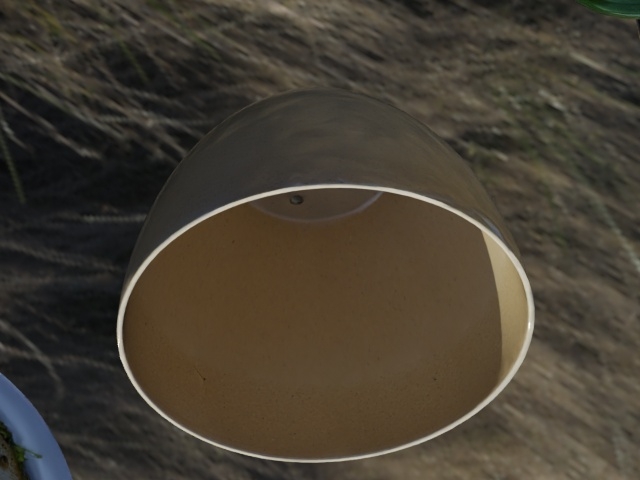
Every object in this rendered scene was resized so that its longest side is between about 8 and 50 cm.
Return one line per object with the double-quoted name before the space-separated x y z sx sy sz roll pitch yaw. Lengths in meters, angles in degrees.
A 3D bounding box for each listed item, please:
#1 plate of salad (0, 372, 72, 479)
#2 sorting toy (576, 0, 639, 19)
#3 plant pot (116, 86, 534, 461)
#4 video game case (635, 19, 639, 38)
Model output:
"plate of salad" -0.199 0.126 0.606 0.200 0.048 0.200 -1 105 -4
"sorting toy" 0.067 -0.091 0.395 0.061 0.102 0.042 -57 158 -4
"plant pot" 0.000 0.000 1.071 0.284 0.191 0.284 -2 135 -2
"video game case" 0.209 -0.089 0.844 0.035 0.248 0.275 -15 136 15
